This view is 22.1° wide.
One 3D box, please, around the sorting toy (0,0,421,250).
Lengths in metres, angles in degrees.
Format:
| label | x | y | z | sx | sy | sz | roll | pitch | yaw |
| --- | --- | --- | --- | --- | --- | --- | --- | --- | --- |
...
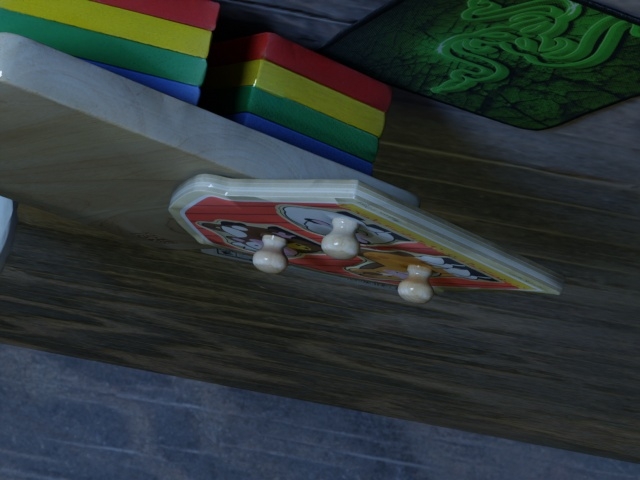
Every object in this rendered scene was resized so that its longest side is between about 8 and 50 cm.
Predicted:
| label | x | y | z | sx | sy | sz | roll | pitch | yaw |
| --- | --- | --- | --- | --- | --- | --- | --- | --- | --- |
| sorting toy | -0.114 | -0.074 | 0.902 | 0.255 | 0.089 | 0.257 | 20 | 167 | -35 |

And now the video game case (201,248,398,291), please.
| label | x | y | z | sx | sy | sz | roll | pitch | yaw |
| --- | --- | --- | --- | --- | --- | --- | --- | --- | --- |
| video game case | 0.000 | 0.000 | 1.291 | 0.201 | 0.023 | 0.183 | 12 | 167 | 2 |

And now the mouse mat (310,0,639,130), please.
| label | x | y | z | sx | sy | sz | roll | pitch | yaw |
| --- | --- | --- | --- | --- | --- | --- | --- | --- | --- |
| mouse mat | 0.095 | -0.094 | 0.840 | 0.153 | 0.007 | 0.190 | 16 | 165 | -21 |

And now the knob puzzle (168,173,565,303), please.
| label | x | y | z | sx | sy | sz | roll | pitch | yaw |
| --- | --- | --- | --- | --- | --- | --- | --- | --- | --- |
| knob puzzle | 0.002 | 0.007 | 0.871 | 0.213 | 0.030 | 0.213 | 12 | 169 | 2 |

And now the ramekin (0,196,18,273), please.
| label | x | y | z | sx | sy | sz | roll | pitch | yaw |
| --- | --- | --- | --- | --- | --- | --- | --- | --- | --- |
| ramekin | -0.296 | -0.020 | 1.063 | 0.207 | 0.207 | 0.109 | 18 | 156 | -29 |
